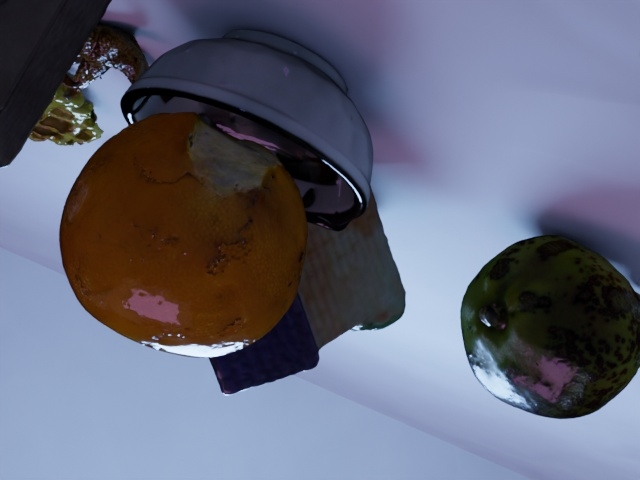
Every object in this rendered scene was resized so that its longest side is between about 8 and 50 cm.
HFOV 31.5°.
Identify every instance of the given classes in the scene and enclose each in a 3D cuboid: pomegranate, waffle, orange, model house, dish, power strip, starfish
[{"bbox_3d":[0.306,0.090,1.348,0.204,0.276,0.222,87,160,-46],"label":"pomegranate"},{"bbox_3d":[-0.457,-0.222,1.553,0.325,0.068,0.302,17,164,26],"label":"waffle"},{"bbox_3d":[-0.127,-0.003,1.076,0.240,0.240,0.240,21,165,6],"label":"orange"},{"bbox_3d":[-0.107,0.048,1.435,0.312,0.280,0.245,2,116,49],"label":"model house"},{"bbox_3d":[-0.058,-0.129,1.181,0.303,0.120,0.303,21,166,6],"label":"dish"},{"bbox_3d":[-0.328,-0.229,0.996,0.251,0.257,0.092,32,179,-39],"label":"power strip"},{"bbox_3d":[-0.255,-0.198,1.320,0.146,0.074,0.190,27,165,-12],"label":"starfish"}]
